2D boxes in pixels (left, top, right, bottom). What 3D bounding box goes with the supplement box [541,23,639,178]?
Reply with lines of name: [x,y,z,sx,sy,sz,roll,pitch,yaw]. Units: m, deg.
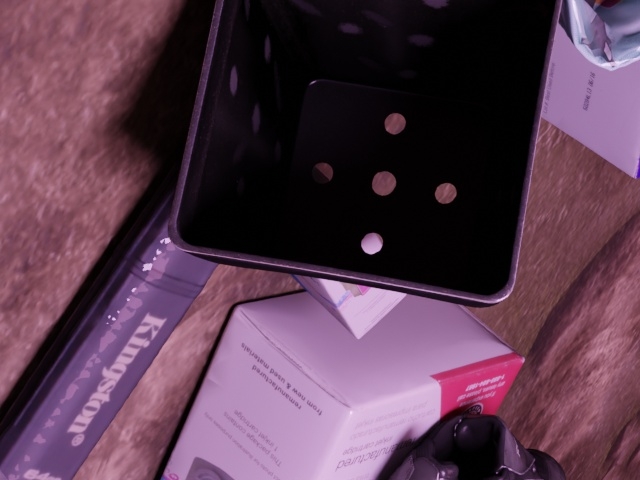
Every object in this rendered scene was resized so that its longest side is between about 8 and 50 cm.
supplement box: [0.276,-0.162,1.404,0.220,0.114,0.111,-35,147,-30]

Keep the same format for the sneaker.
sneaker: [0.124,0.172,1.346,0.234,0.078,0.106,-5,129,-51]

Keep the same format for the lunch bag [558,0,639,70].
lunch bag: [0.204,-0.244,1.067,0.160,0.223,0.262,21,117,-22]

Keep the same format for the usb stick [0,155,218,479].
usb stick: [-0.132,0.065,1.152,0.278,0.045,0.077,-55,153,9]

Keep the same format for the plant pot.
plant pot: [0.032,-0.055,1.071,0.167,0.188,0.188,67,33,-77]

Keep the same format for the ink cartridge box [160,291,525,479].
ink cartridge box: [-0.008,0.189,1.392,0.226,0.131,0.306,-12,132,-51]

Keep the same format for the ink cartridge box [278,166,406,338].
ink cartridge box: [0.000,0.000,1.219,0.052,0.088,0.122,-43,151,-8]

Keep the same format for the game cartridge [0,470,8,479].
game cartridge: [-0.175,0.186,0.969,0.062,0.297,0.198,-34,149,-21]
